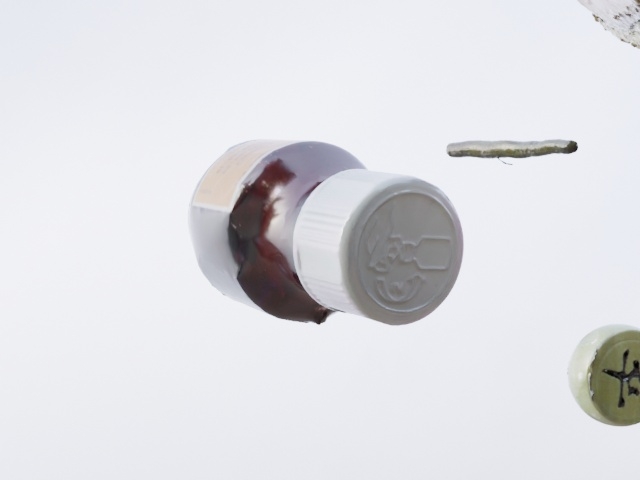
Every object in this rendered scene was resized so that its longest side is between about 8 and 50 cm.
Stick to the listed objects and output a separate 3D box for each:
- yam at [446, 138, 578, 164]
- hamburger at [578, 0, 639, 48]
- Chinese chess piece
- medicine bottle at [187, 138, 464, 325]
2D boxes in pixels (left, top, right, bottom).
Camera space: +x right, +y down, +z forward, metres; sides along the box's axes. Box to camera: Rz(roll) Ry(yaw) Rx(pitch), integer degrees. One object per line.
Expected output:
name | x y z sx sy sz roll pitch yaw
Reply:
yam | 0.244 -0.116 1.206 0.027 0.234 0.029 32 -102 -29
hamburger | 0.409 -0.352 1.089 0.209 0.162 0.330 -53 0 12
Chinese chess piece | 0.548 0.247 1.707 0.188 0.188 0.083 -17 4 -16
medicine bottle | 0.000 0.000 1.164 0.242 0.395 0.242 -7 -75 -29
